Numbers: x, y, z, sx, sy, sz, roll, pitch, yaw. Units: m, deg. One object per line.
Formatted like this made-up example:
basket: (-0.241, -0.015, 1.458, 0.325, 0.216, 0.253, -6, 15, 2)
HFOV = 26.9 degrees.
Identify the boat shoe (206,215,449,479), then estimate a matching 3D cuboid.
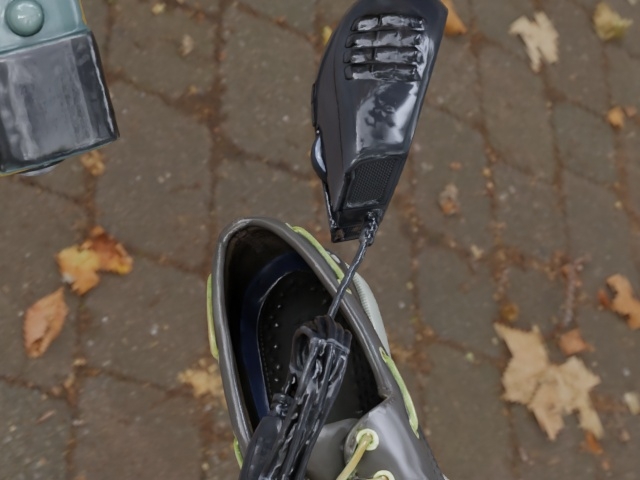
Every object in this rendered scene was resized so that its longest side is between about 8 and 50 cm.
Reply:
boat shoe: (0.005, 0.087, 0.527, 0.069, 0.081, 0.228, 46, 17, -50)

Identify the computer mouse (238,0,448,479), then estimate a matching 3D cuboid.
computer mouse: (0.000, 0.000, 0.466, 0.041, 0.071, 0.242, 18, 55, -1)

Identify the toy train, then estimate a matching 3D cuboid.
toy train: (-0.249, -0.204, 1.033, 0.142, 0.190, 0.334, -17, 108, -21)
